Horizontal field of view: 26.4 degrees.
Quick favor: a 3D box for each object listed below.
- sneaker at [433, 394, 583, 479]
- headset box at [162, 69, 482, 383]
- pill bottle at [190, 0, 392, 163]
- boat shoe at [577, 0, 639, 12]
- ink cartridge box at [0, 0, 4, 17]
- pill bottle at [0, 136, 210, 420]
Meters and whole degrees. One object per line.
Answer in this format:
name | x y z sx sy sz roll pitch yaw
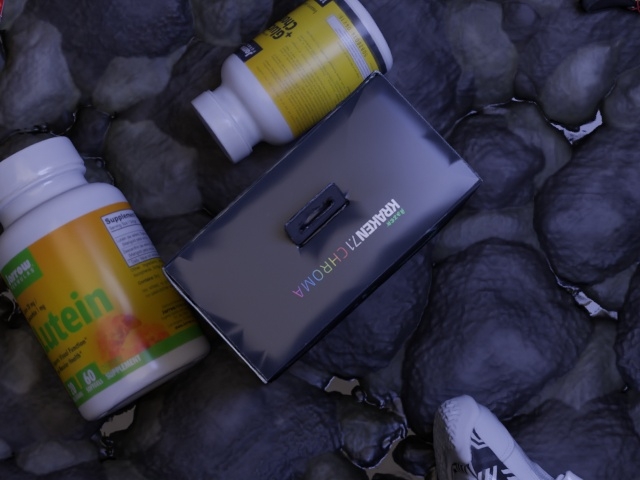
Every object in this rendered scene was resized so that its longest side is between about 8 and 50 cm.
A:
sneaker | 0.265 0.276 1.265 0.210 0.137 0.366 -26 72 -17
headset box | 0.000 0.000 1.211 0.246 0.283 0.131 -43 86 -4
pill bottle | -0.030 -0.156 1.315 0.184 0.103 0.103 -36 86 -4
boat shoe | 0.321 -0.249 1.355 0.133 0.049 0.042 -15 77 -6
ink cartridge box | -0.438 -0.326 1.316 0.272 0.130 0.309 8 84 -1
pill bottle | -0.219 0.032 1.278 0.136 0.136 0.245 -31 85 -3
